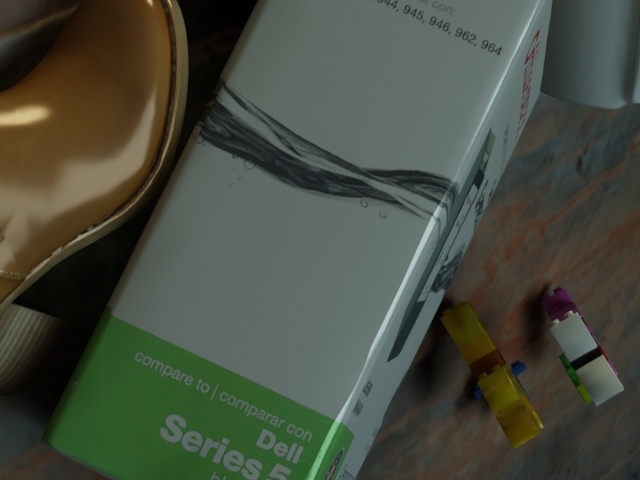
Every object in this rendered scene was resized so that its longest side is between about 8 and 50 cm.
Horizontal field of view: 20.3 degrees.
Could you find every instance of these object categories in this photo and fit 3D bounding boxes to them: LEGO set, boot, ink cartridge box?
[{"bbox_3d":[0.128,0.069,1.123,0.087,0.093,0.227,-32,175,5],"label":"LEGO set"},{"bbox_3d":[-0.138,-0.037,0.701,0.152,0.073,0.197,29,81,-53],"label":"boot"},{"bbox_3d":[0.000,0.000,0.819,0.272,0.115,0.198,-64,172,-7],"label":"ink cartridge box"}]

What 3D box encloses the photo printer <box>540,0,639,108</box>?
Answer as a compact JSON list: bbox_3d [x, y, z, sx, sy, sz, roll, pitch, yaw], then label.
[{"bbox_3d":[0.221,-0.258,1.050,0.256,0.107,0.307,-29,130,-44],"label":"photo printer"}]
